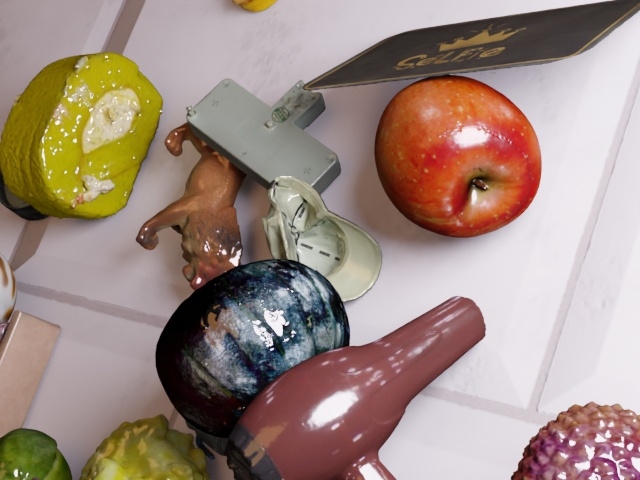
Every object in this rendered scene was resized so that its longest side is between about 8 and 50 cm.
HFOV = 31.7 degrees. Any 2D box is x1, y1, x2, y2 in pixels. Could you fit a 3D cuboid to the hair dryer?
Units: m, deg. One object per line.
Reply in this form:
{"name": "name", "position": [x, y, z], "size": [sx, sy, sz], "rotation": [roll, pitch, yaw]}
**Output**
{"name": "hair dryer", "position": [0.102, 0.249, 1.144], "size": [0.312, 0.123, 0.340], "rotation": [-26, 74, -22]}

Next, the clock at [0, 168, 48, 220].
{"name": "clock", "position": [-0.455, -0.138, 1.868], "size": [0.215, 0.042, 0.215], "rotation": [-19, 56, 31]}

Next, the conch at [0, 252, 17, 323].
{"name": "conch", "position": [-0.542, 0.088, 1.709], "size": [0.149, 0.275, 0.183], "rotation": [7, 98, 2]}

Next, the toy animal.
{"name": "toy animal", "position": [-0.146, -0.067, 1.553], "size": [0.157, 0.097, 0.312], "rotation": [4, 67, 28]}

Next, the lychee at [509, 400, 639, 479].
{"name": "lychee", "position": [0.252, 0.246, 0.980], "size": [0.188, 0.188, 0.188], "rotation": [-19, 56, 31]}

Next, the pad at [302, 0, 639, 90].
{"name": "pad", "position": [0.150, -0.239, 1.281], "size": [0.375, 0.063, 0.315], "rotation": [-1, 26, 39]}

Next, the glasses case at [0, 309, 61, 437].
{"name": "glasses case", "position": [-0.471, 0.195, 1.657], "size": [0.070, 0.102, 0.193], "rotation": [2, 68, 47]}

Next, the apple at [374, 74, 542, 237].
{"name": "apple", "position": [0.152, -0.095, 1.253], "size": [0.181, 0.181, 0.168], "rotation": [-37, 29, 18]}

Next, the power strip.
{"name": "power strip", "position": [-0.059, -0.151, 1.495], "size": [0.216, 0.061, 0.145], "rotation": [37, 73, 24]}

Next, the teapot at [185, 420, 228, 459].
{"name": "teapot", "position": [-0.125, 0.236, 1.394], "size": [0.049, 0.063, 0.083], "rotation": [-35, 36, -24]}

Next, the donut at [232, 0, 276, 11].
{"name": "donut", "position": [-0.089, -0.394, 1.708], "size": [0.097, 0.043, 0.108], "rotation": [-17, 56, 33]}

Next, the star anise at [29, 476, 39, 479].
{"name": "star anise", "position": [-0.385, 0.424, 1.380], "size": [0.332, 0.117, 0.331], "rotation": [5, 102, 24]}

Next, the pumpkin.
{"name": "pumpkin", "position": [-0.076, 0.123, 1.284], "size": [0.233, 0.233, 0.163], "rotation": [-44, 73, 12]}

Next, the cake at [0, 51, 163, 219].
{"name": "cake", "position": [-0.362, -0.165, 1.710], "size": [0.156, 0.179, 0.260], "rotation": [5, 71, 40]}

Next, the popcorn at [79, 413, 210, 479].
{"name": "popcorn", "position": [-0.208, 0.299, 1.370], "size": [0.173, 0.142, 0.173], "rotation": [-23, 30, 14]}

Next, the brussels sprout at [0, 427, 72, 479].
{"name": "brussels sprout", "position": [-0.404, 0.339, 1.499], "size": [0.145, 0.131, 0.183], "rotation": [-9, 57, 42]}

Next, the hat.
{"name": "hat", "position": [0.003, 0.001, 1.389], "size": [0.166, 0.081, 0.122], "rotation": [23, 94, 22]}
